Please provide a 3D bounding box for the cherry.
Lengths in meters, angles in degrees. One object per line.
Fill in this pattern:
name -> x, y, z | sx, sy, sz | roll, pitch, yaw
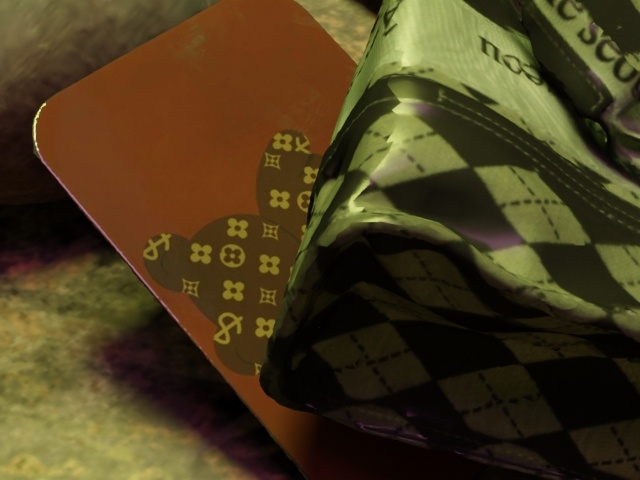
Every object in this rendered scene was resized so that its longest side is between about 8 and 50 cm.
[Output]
cherry -> -0.142, -0.133, 0.834 | 0.213, 0.183, 0.266 | 49, 61, -12

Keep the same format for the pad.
pad -> 0.000, 0.000, 0.740 | 0.181, 0.004, 0.267 | -36, 79, -33

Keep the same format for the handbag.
handbag -> 0.178, -0.068, 0.735 | 0.317, 0.180, 0.416 | 20, 53, -1
